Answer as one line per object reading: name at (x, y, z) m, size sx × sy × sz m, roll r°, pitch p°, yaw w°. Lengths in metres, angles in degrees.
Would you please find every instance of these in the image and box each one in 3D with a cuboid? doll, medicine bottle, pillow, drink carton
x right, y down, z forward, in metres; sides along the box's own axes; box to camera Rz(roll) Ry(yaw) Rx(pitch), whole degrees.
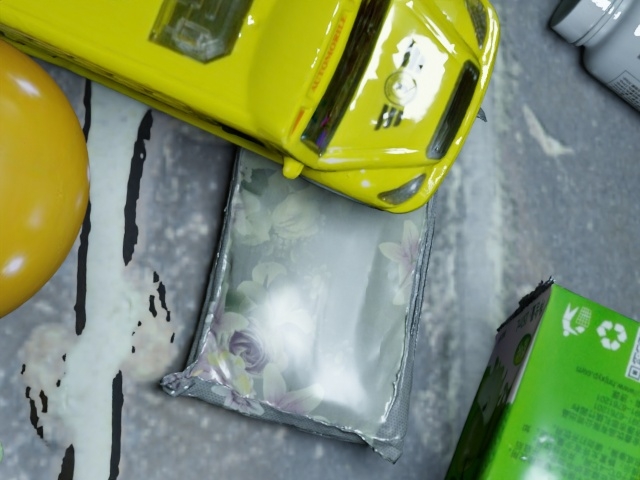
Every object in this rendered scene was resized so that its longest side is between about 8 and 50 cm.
doll at (-0.239, -0.011, 0.909) m, size 0.213 × 0.213 × 0.236 m, roll 17°, pitch 89°, yaw -14°
medicine bottle at (0.228, -0.126, 1.133) m, size 0.140 × 0.079 × 0.079 m, roll 36°, pitch 72°, yaw -8°
pillow at (0.000, 0.000, 1.049) m, size 0.169 × 0.059 × 0.255 m, roll 14°, pitch 76°, yaw -7°
drink carton at (0.129, 0.169, 0.996) m, size 0.108 × 0.161 × 0.271 m, roll 21°, pitch 74°, yaw 0°

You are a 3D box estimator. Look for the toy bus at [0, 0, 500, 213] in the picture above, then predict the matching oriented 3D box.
toy bus at (-0.066, -0.135, 0.952) m, size 0.330 × 0.152 × 0.144 m, roll 24°, pitch 94°, yaw 6°
